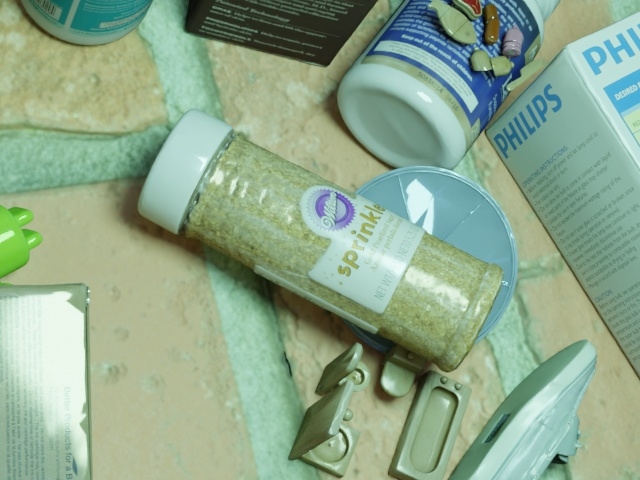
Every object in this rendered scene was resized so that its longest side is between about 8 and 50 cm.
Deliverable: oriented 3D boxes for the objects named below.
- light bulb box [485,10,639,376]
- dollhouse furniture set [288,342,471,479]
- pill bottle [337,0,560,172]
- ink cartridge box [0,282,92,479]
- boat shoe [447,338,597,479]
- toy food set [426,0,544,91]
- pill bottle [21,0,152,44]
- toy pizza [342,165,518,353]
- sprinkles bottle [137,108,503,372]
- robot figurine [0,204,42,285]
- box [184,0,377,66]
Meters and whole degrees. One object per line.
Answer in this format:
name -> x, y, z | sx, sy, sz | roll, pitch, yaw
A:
light bulb box -> 0.440, -0.079, 1.734 | 0.358, 0.225, 0.361 | -27, 81, -25
dollhouse furniture set -> 0.078, 0.168, 1.577 | 0.151, 0.123, 0.144 | 26, 65, -9
pill bottle -> 0.146, -0.209, 1.719 | 0.153, 0.153, 0.265 | 38, 64, -3
ink cartridge box -> -0.308, 0.160, 1.453 | 0.193, 0.088, 0.235 | 1, 78, -19
boat shoe -> 0.222, 0.202, 1.649 | 0.081, 0.079, 0.227 | 46, 68, -9
toy food set -> 0.168, -0.208, 1.633 | 0.078, 0.019, 0.122 | -37, 87, -29
pill bottle -> -0.210, -0.307, 1.568 | 0.146, 0.264, 0.146 | 6, 70, -18
toy pizza -> 0.104, 0.023, 1.664 | 0.201, 0.032, 0.201 | 0, 89, -2
sprinkles bottle -> 0.000, 0.000, 1.585 | 0.355, 0.121, 0.121 | 27, 65, 1
robot figurine -> -0.324, 0.009, 1.525 | 0.115, 0.067, 0.101 | -29, 114, -27
box -> -0.029, -0.310, 1.667 | 0.167, 0.203, 0.168 | 13, 67, -14
